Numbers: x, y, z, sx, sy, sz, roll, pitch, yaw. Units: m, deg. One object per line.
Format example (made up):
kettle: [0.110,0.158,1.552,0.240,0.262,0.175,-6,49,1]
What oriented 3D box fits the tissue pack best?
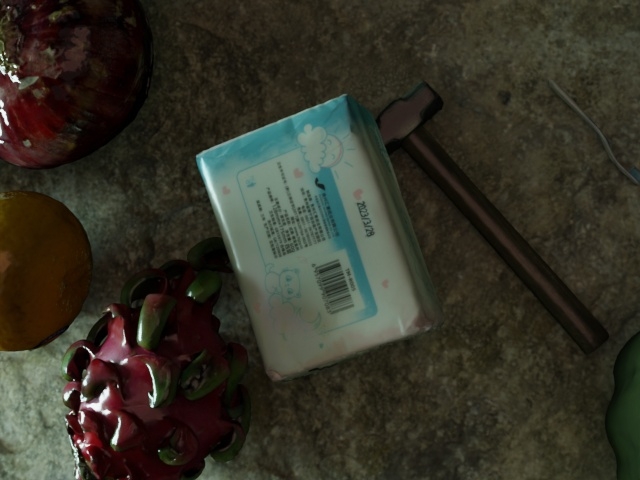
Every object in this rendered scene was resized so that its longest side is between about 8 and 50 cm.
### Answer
tissue pack: [0.002,-0.001,1.073,0.202,0.124,0.271,-21,81,19]

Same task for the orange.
orange: [-0.335,0.033,1.077,0.155,0.177,0.177,27,83,19]

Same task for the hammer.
hammer: [0.194,-0.017,1.123,0.111,0.043,0.365,-41,82,-3]

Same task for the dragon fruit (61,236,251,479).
dragon fruit: [-0.179,0.137,1.050,0.198,0.218,0.272,0,73,-34]

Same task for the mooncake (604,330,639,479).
mooncake: [0.465,0.196,0.990,0.352,0.187,0.351,0,76,0]

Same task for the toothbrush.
toothbrush: [0.320,-0.127,1.146,0.017,0.014,0.162,-43,81,11]

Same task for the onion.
onion: [-0.302,-0.202,1.105,0.247,0.190,0.246,-1,88,23]
